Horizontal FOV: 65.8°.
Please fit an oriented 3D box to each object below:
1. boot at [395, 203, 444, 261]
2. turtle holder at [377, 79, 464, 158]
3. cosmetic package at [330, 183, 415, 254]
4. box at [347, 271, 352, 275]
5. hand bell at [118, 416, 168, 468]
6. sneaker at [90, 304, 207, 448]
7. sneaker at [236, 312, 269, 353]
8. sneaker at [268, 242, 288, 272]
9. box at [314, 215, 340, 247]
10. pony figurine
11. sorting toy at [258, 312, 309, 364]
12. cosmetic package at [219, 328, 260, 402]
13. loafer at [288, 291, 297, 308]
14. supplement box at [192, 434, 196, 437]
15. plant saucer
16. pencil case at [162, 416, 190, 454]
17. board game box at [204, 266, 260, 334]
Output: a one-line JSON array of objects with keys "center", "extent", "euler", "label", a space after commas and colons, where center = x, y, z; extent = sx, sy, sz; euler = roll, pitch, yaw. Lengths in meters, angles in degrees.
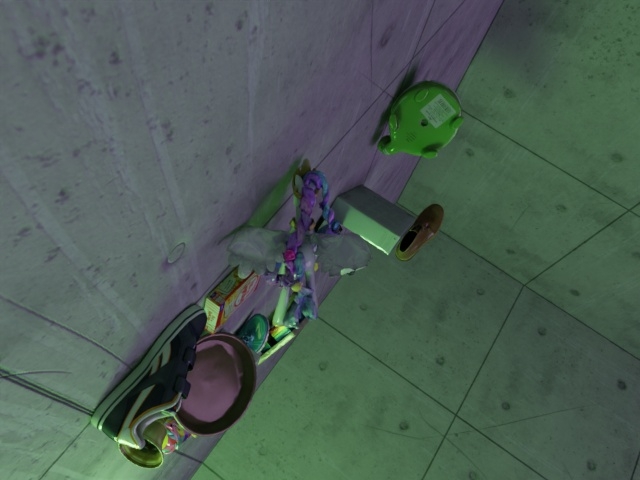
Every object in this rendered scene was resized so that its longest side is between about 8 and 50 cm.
[{"center": [0.436, -0.047, 2.131], "extent": [0.305, 0.112, 0.115], "euler": [-51, 161, -12], "label": "boot"}, {"center": [0.361, -0.419, 1.774], "extent": [0.227, 0.244, 0.320], "euler": [-73, 180, -56], "label": "turtle holder"}, {"center": [0.218, -0.098, 2.021], "extent": [0.097, 0.284, 0.377], "euler": [-58, 171, 22], "label": "cosmetic package"}, {"center": [0.096, 0.104, 2.458], "extent": [0.051, 0.175, 0.220], "euler": [-56, 172, 3], "label": "box"}, {"center": [-0.434, 0.488, 1.371], "extent": [0.126, 0.126, 0.242], "euler": [-61, -179, 31], "label": "hand bell"}, {"center": [-0.330, 0.295, 1.075], "extent": [0.321, 0.128, 0.126], "euler": [-53, 169, -25], "label": "sneaker"}, {"center": [-0.278, 0.376, 1.730], "extent": [0.275, 0.107, 0.110], "euler": [-54, 161, -13], "label": "sneaker"}, {"center": [-0.116, 0.040, 1.518], "extent": [0.209, 0.069, 0.082], "euler": [-27, 118, -54], "label": "sneaker"}, {"center": [0.000, 0.000, 1.884], "extent": [0.180, 0.078, 0.147], "euler": [-55, 171, -1], "label": "box"}, {"center": [-0.051, 0.030, 1.171], "extent": [0.351, 0.303, 0.363], "euler": [-90, -174, -54], "label": "pony figurine"}, {"center": [-0.186, 0.424, 2.258], "extent": [0.255, 0.089, 0.257], "euler": [-41, 177, 20], "label": "sorting toy"}, {"center": [-0.304, 0.406, 1.518], "extent": [0.183, 0.151, 0.151], "euler": [-48, 169, -36], "label": "cosmetic package"}, {"center": [-0.150, 0.281, 2.199], "extent": [0.148, 0.050, 0.056], "euler": [-57, 173, 19], "label": "loafer"}, {"center": [-0.437, 0.647, 1.932], "extent": [0.233, 0.078, 0.080], "euler": [-56, 171, -4], "label": "supplement box"}, {"center": [-0.294, 0.388, 1.352], "extent": [0.041, 0.277, 0.278], "euler": [-3, -144, 44], "label": "plant saucer"}, {"center": [-0.461, 0.609, 1.608], "extent": [0.104, 0.104, 0.236], "euler": [-56, 173, 2], "label": "pencil case"}, {"center": [-0.226, 0.135, 1.287], "extent": [0.193, 0.045, 0.146], "euler": [-48, 169, -40], "label": "board game box"}]
